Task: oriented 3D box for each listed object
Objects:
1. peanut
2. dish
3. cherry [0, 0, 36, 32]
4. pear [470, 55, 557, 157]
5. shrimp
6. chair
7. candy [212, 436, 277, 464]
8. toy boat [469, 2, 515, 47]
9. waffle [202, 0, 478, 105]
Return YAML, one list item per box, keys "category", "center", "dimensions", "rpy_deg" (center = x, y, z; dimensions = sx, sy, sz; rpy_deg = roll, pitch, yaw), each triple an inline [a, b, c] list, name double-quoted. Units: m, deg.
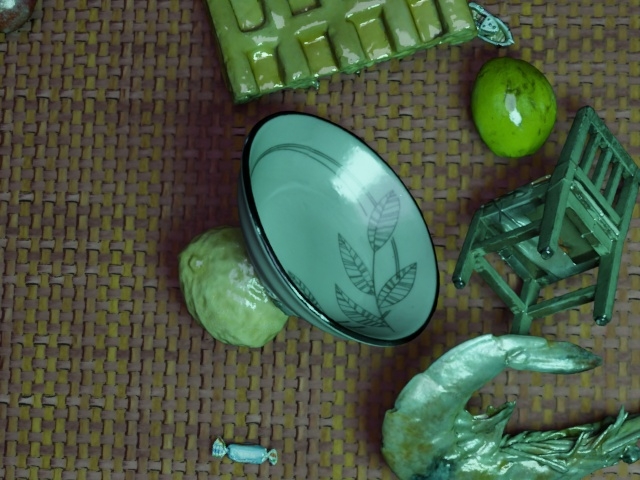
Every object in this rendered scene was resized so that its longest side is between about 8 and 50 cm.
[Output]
- category: "peanut"
  center: [-0.107, 0.055, 1.323]
  dimensions: [0.159, 0.109, 0.140]
  rpy_deg: [30, 88, 5]
- category: "dish"
  center: [0.000, 0.000, 1.280]
  dimensions: [0.106, 0.316, 0.316]
  rpy_deg: [-34, 81, 37]
- category: "cherry"
  center: [-0.446, -0.289, 1.394]
  dimensions: [0.107, 0.090, 0.225]
  rpy_deg: [29, 95, -6]
- category: "pear"
  center: [0.243, -0.169, 1.333]
  dimensions: [0.107, 0.107, 0.131]
  rpy_deg: [-3, 90, 2]
- category: "shrimp"
  center: [0.249, 0.213, 1.264]
  dimensions: [0.360, 0.085, 0.247]
  rpy_deg: [-4, 116, -4]
- category: "chair"
  center: [0.280, -0.017, 1.297]
  dimensions: [0.136, 0.147, 0.270]
  rpy_deg: [45, 45, -22]
- category: "candy"
  center: [-0.096, 0.266, 1.344]
  dimensions: [0.083, 0.020, 0.030]
  rpy_deg: [5, 85, 3]
- category: "toy boat"
  center: [0.219, -0.279, 1.381]
  dimensions: [0.083, 0.038, 0.038]
  rpy_deg: [35, 87, 7]
- category: "waffle"
  center: [0.001, -0.354, 1.372]
  dimensions: [0.348, 0.077, 0.304]
  rpy_deg: [-18, 81, 4]
